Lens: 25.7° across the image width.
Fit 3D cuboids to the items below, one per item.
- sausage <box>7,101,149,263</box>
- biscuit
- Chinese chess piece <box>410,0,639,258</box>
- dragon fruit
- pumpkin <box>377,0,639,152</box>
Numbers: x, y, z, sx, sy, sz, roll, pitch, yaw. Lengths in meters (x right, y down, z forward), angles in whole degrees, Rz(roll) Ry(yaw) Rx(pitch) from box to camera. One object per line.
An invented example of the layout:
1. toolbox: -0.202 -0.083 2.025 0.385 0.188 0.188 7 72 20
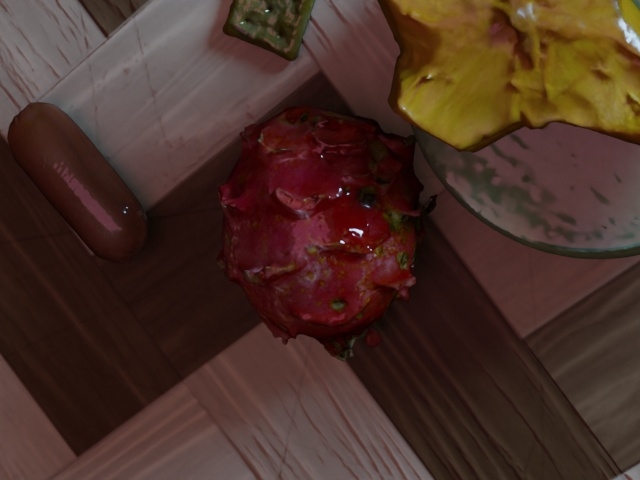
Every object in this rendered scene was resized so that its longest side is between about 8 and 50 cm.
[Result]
1. sausage: -0.251 -0.060 1.464 0.077 0.077 0.194 -41 89 21
2. biscuit: -0.050 -0.228 1.391 0.083 0.018 0.081 24 108 10
3. Chinese chess piece: 0.246 -0.158 1.248 0.349 0.146 0.350 4 104 16
4. dragon fruit: 0.000 0.000 1.339 0.205 0.210 0.268 15 128 37
5. pumpkin: 0.165 -0.179 1.140 0.258 0.095 0.290 -13 102 14
